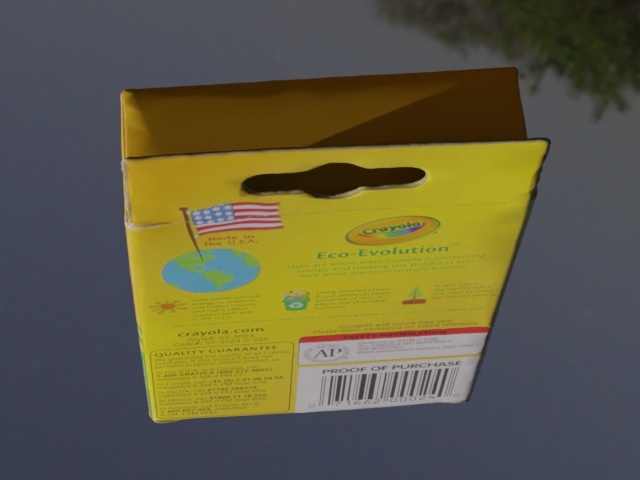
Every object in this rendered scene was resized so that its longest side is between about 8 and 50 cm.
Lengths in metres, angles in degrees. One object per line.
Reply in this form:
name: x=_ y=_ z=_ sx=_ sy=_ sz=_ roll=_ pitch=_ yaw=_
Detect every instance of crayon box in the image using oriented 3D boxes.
crayon box: x=0.000 y=0.000 z=0.928 sx=0.202 sy=0.081 sz=0.318 roll=-3 pitch=154 yaw=-5
